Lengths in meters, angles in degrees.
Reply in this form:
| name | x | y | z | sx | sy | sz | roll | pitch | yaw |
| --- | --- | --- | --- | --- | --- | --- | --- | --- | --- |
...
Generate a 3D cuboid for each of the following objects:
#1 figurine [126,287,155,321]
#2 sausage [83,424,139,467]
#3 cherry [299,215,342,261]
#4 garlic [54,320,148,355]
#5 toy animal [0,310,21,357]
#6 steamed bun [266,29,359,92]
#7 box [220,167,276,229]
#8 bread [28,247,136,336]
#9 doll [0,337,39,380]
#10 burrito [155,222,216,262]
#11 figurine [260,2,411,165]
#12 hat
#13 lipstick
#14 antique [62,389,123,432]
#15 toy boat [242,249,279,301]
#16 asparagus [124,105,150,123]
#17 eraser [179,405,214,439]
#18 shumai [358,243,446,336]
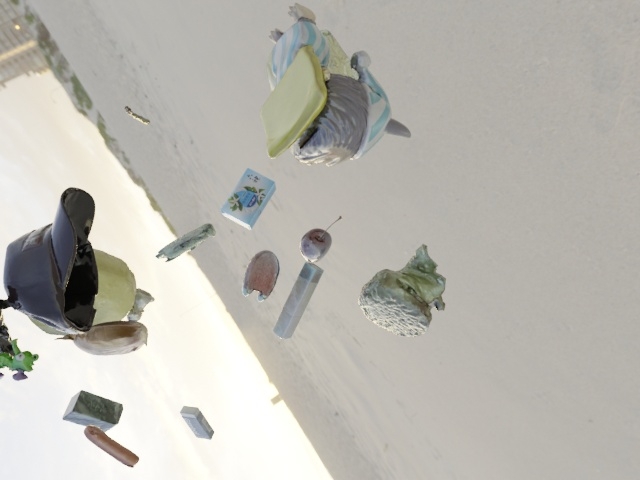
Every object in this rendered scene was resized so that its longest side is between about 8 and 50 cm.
| name | x | y | z | sx | sy | sz | roll | pitch | yaw |
| --- | --- | --- | --- | --- | --- | --- | --- | --- | --- |
| figurine | -0.689 | 0.249 | 1.491 | 0.098 | 0.146 | 0.081 | 34 | 179 | 6 |
| sausage | -0.606 | 0.592 | 1.170 | 0.186 | 0.043 | 0.043 | 32 | 167 | 4 |
| cherry | 0.002 | 0.006 | 1.536 | 0.115 | 0.188 | 0.148 | 11 | 129 | 38 |
| garlic | -0.541 | 0.243 | 1.017 | 0.128 | 0.198 | 0.090 | 148 | 125 | -62 |
| toy animal | -0.980 | 0.217 | 1.173 | 0.168 | 0.106 | 0.343 | 35 | 140 | 27 |
| steamed bun | -0.049 | -0.481 | 1.314 | 0.273 | 0.272 | 0.290 | 9 | 150 | 30 |
| box | -0.312 | -0.183 | 1.777 | 0.142 | 0.232 | 0.083 | 28 | 167 | 7 |
| bread | -0.774 | 0.158 | 1.310 | 0.237 | 0.320 | 0.320 | 44 | 163 | 44 |
| doll | -0.882 | 0.333 | 1.130 | 0.050 | 0.190 | 0.115 | 88 | 180 | -70 |
| burrito | -0.632 | 0.012 | 1.897 | 0.066 | 0.309 | 0.096 | 59 | -176 | -47 |
| figurine | 0.050 | -0.362 | 1.087 | 0.266 | 0.377 | 0.361 | -19 | 68 | 48 |
| hat | -0.610 | 0.041 | 0.877 | 0.238 | 0.209 | 0.336 | -112 | 31 | -59 |
| lipstick | -0.106 | 0.284 | 1.907 | 0.076 | 0.371 | 0.080 | 31 | -170 | 33 |
| antique | -0.841 | 0.641 | 1.514 | 0.183 | 0.086 | 0.088 | 37 | -151 | -30 |
| toy boat | -0.269 | 0.151 | 1.803 | 0.155 | 0.227 | 0.085 | 28 | 164 | -33 |
| asparagus | -0.703 | -0.477 | 1.555 | 0.248 | 0.024 | 0.025 | -138 | 27 | -82 |
| eraser | -0.590 | 0.876 | 1.947 | 0.046 | 0.092 | 0.212 | -65 | -33 | -50 |
| shumai | 0.312 | 0.175 | 1.497 | 0.292 | 0.288 | 0.330 | 25 | 150 | 4 |
